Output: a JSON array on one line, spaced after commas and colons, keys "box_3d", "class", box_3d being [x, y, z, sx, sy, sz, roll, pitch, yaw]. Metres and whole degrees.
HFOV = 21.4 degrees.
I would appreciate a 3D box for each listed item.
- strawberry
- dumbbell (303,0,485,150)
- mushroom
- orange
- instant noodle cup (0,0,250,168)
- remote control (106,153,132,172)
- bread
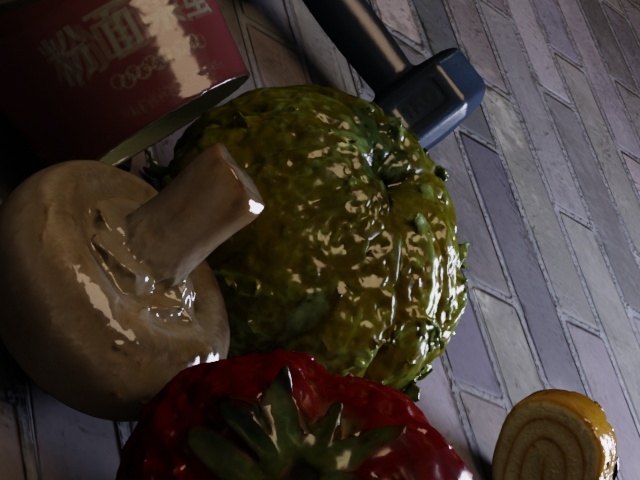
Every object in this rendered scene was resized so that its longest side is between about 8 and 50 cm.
[{"box_3d": [-0.016, 0.207, 1.187, 0.257, 0.257, 0.277, 62, 3, 15], "class": "strawberry"}, {"box_3d": [0.034, -0.238, 1.871, 0.144, 0.160, 0.325, -40, 93, -33], "class": "dumbbell"}, {"box_3d": [-0.129, 0.017, 1.234, 0.207, 0.215, 0.207, 44, 20, -21], "class": "mushroom"}, {"box_3d": [0.000, 0.000, 1.457, 0.300, 0.223, 0.301, 29, 36, -31], "class": "orange"}, {"box_3d": [-0.175, -0.162, 1.356, 0.178, 0.234, 0.235, 58, 27, -1], "class": "instant noodle cup"}, {"box_3d": [-0.195, -0.142, 1.520, 0.059, 0.028, 0.212, 38, 31, -36], "class": "remote control"}, {"box_3d": [0.229, 0.220, 1.671, 0.122, 0.149, 0.073, 17, 15, 25], "class": "bread"}]
